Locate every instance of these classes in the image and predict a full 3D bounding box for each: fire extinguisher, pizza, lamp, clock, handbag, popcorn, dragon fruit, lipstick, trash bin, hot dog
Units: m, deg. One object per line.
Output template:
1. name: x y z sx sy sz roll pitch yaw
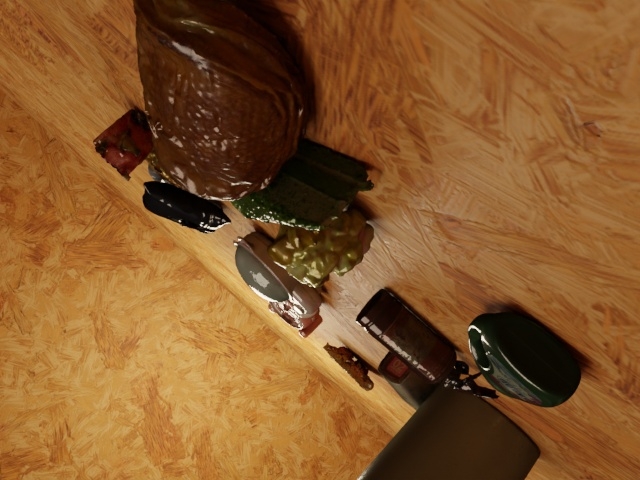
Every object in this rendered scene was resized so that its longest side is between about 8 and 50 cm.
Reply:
1. fire extinguisher: 0.177 0.186 1.091 0.252 0.075 0.106 42 167 -2
2. pizza: 0.093 0.374 2.014 0.193 0.053 0.201 43 178 -17
3. lamp: -0.105 0.083 1.494 0.246 0.108 0.179 42 172 -6
4. clock: -0.064 0.144 1.649 0.166 0.093 0.162 37 158 24
5. handbag: -0.327 -0.077 1.593 0.211 0.089 0.254 25 170 -13
6. popcorn: 0.000 0.000 0.879 0.126 0.126 0.145 33 -171 -13
7. dragon fruit: -0.375 -0.207 1.335 0.102 0.096 0.147 51 -153 -26
8. lipstick: 0.215 0.329 1.458 0.079 0.077 0.253 28 162 45
9. trash bin: 0.209 0.520 1.317 0.280 0.432 0.280 39 167 11
10. hot dog: -0.111 -0.156 0.681 0.196 0.122 0.272 38 153 13

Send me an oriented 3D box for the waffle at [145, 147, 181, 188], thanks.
1. waffle: -0.330 -0.164 1.441 0.194 0.051 0.149 26 162 50

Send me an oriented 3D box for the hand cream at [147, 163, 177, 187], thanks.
1. hand cream: -0.397 -0.158 1.671 0.065 0.043 0.171 38 169 9

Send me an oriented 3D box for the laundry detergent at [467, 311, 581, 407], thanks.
1. laundry detergent: 0.238 0.150 0.833 0.137 0.063 0.211 40 170 10

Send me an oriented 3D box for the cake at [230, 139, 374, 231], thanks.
1. cake: -0.045 -0.077 0.786 0.099 0.100 0.235 46 167 -25
